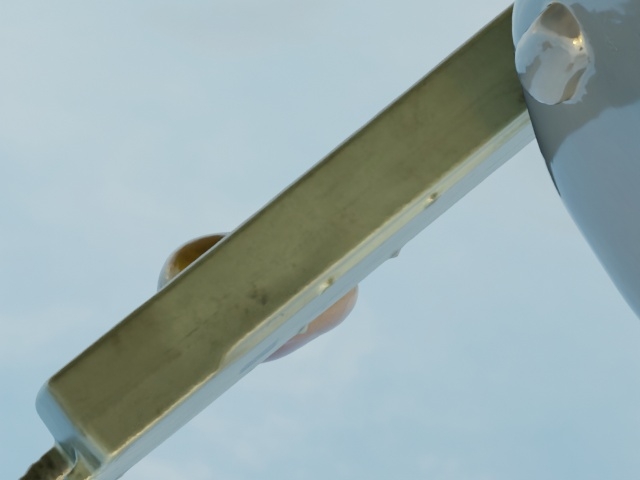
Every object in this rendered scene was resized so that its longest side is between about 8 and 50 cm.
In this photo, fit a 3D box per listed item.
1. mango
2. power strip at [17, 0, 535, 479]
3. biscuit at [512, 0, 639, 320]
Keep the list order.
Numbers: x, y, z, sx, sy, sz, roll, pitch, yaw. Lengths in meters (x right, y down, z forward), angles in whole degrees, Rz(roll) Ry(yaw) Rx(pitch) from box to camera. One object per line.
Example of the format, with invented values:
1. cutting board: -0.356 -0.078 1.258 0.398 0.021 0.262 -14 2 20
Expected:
1. mango: -0.029 0.027 0.934 0.114 0.080 0.060 12 -119 -48
2. power strip: 0.000 0.000 0.517 0.227 0.080 0.029 -39 -96 -13
3. biscuit: 0.111 -0.006 0.394 0.049 0.208 0.181 -43 -93 -14
